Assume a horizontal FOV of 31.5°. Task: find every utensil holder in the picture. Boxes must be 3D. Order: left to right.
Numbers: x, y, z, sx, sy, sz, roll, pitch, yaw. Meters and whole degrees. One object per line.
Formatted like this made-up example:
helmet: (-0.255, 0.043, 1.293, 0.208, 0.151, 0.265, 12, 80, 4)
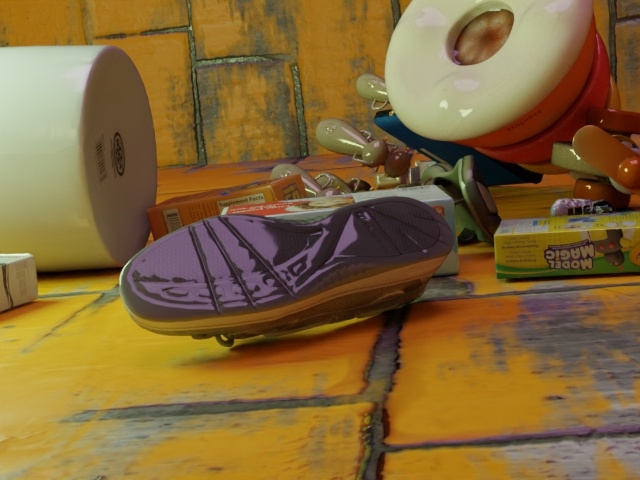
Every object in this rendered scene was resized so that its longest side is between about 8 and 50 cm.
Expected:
utensil holder: (-0.453, -0.107, 1.564, 0.385, 0.328, 0.327, -2, 8, 9)

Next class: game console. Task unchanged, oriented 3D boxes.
game console: (0.290, -0.232, 2.029, 0.293, 0.173, 0.250, 28, -15, -31)

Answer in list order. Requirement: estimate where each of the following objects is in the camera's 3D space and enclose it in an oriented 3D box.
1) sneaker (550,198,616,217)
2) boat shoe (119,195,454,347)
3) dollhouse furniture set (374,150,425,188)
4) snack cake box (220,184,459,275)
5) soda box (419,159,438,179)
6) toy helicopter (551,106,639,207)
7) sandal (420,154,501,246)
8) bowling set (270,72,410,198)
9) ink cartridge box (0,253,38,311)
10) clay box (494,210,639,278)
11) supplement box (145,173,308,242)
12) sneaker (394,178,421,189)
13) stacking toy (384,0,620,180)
sneaker: (0.361, -0.040, 1.528, 0.098, 0.038, 0.069, -13, 10, -41)
boat shoe: (-0.028, 0.039, 1.039, 0.320, 0.103, 0.118, -13, 50, -27)
dollhouse furniture set: (0.170, -0.144, 2.317, 0.114, 0.091, 0.081, -6, -8, 17)
snack cake box: (0.018, -0.002, 1.308, 0.264, 0.089, 0.152, -6, 10, -1)
soda box: (0.279, -0.137, 2.221, 0.183, 0.058, 0.063, -13, 11, -38)
toy helicopter: (0.485, -0.095, 1.540, 0.355, 0.140, 0.235, 14, 10, 29)
sandal: (0.168, -0.039, 1.465, 0.086, 0.120, 0.303, -25, 4, -5)
bowling set: (0.079, -0.118, 1.877, 0.287, 0.200, 0.154, -50, 46, -10)
ink cartridge box: (-0.403, 0.055, 1.295, 0.099, 0.056, 0.135, -2, 9, 24)
clay box: (0.301, 0.002, 1.207, 0.222, 0.053, 0.127, -2, 8, 13)
supplement box: (-0.127, -0.034, 1.567, 0.233, 0.080, 0.078, -6, 13, 34)
sneaker: (0.186, -0.089, 1.995, 0.067, 0.042, 0.118, -13, 8, -27)
stacking toy: (0.359, -0.216, 1.825, 0.350, 0.351, 0.480, 2, -25, 42)
